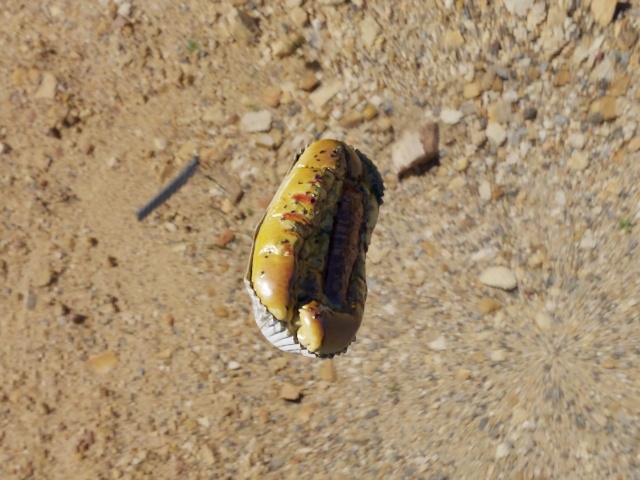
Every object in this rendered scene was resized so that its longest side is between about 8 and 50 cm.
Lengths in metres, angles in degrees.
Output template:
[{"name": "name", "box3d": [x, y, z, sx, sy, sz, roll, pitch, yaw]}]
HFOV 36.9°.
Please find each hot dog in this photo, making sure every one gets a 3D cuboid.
[{"name": "hot dog", "box3d": [0.000, 0.000, 0.950, 0.131, 0.069, 0.253, 32, 51, -21]}]
